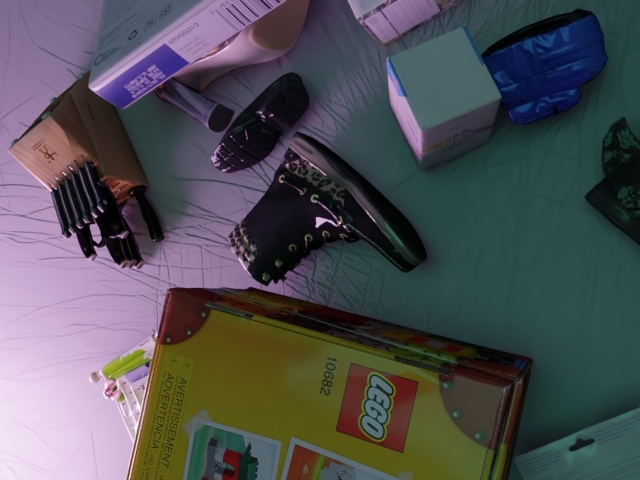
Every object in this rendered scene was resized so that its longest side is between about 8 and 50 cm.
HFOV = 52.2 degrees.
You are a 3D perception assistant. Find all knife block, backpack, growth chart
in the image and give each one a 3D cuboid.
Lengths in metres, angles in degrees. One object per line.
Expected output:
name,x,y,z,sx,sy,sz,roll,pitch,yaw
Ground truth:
knife block,-0.317,-0.097,0.965,0.088,0.242,0.275,-32,28,17
backpack,0.245,-0.188,0.704,0.120,0.098,0.101,-23,105,21
growth chart,-0.213,0.242,0.908,0.172,0.021,0.237,-39,72,15

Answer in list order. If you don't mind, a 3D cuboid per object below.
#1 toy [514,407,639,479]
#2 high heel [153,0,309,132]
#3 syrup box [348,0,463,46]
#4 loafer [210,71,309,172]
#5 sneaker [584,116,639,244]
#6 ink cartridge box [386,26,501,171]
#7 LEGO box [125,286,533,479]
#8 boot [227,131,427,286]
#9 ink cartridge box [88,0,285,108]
toy,0.313,0.291,0.643,0.137,0.056,0.237,-31,79,21
high heel,-0.131,-0.290,0.895,0.186,0.093,0.261,37,93,37
syrup box,0.143,-0.338,0.763,0.237,0.093,0.096,-27,74,20
loafer,-0.081,-0.155,0.874,0.170,0.062,0.061,-36,34,23
sneaker,0.342,-0.040,0.666,0.089,0.051,0.170,-50,64,16
ink cartridge box,0.134,-0.149,0.730,0.090,0.143,0.092,-23,75,3
LEGO box,-0.015,0.329,0.705,0.372,0.193,0.500,13,90,22
boot,0.000,0.000,0.801,0.178,0.085,0.236,-51,62,14
ink cartridge box,-0.166,-0.379,0.872,0.324,0.071,0.330,-23,53,29
